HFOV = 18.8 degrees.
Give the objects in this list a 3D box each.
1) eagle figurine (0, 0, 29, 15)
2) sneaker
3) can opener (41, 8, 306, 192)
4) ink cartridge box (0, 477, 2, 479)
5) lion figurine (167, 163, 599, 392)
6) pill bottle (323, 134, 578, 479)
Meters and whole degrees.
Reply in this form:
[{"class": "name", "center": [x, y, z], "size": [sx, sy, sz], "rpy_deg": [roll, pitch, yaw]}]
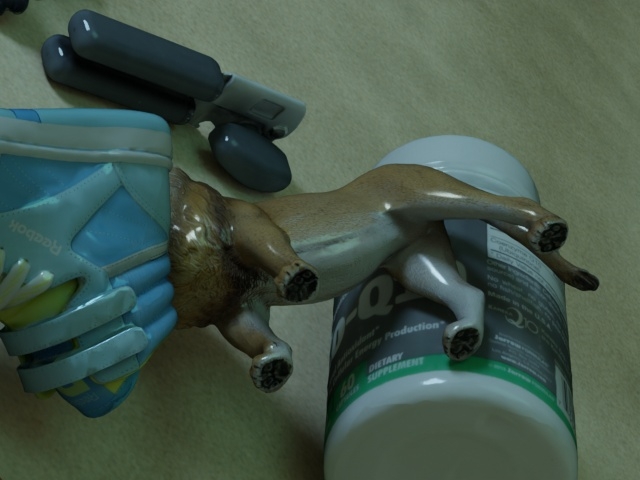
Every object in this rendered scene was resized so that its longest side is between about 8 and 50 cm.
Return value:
[{"class": "eagle figurine", "center": [-0.262, -0.364, 1.632], "size": [0.226, 0.298, 0.225], "rpy_deg": [-3, 32, -30]}, {"class": "sneaker", "center": [-0.213, 0.022, 1.276], "size": [0.319, 0.127, 0.208], "rpy_deg": [-5, 84, -43]}, {"class": "can opener", "center": [-0.117, -0.124, 1.694], "size": [0.280, 0.074, 0.093], "rpy_deg": [22, 40, -42]}, {"class": "ink cartridge box", "center": [-0.171, 0.271, 1.132], "size": [0.385, 0.091, 0.308], "rpy_deg": [53, 28, 1]}, {"class": "lion figurine", "center": [0.000, 0.000, 1.505], "size": [0.392, 0.142, 0.240], "rpy_deg": [-1, 25, -29]}, {"class": "pill bottle", "center": [0.110, 0.081, 1.651], "size": [0.204, 0.204, 0.361], "rpy_deg": [38, 30, -23]}]
